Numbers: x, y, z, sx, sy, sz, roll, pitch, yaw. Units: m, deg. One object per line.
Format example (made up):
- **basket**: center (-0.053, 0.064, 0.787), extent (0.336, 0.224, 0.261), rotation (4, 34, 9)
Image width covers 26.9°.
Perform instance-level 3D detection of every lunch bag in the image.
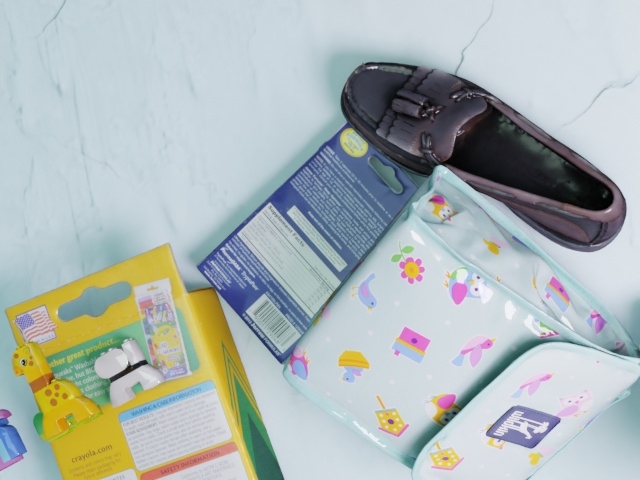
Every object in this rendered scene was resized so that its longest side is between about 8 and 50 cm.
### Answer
- **lunch bag**: center (0.135, 0.104, 1.228), extent (0.262, 0.160, 0.223), rotation (39, 117, -1)

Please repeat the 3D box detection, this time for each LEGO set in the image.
- **LEGO set**: center (-0.280, 0.152, 1.322), extent (0.227, 0.087, 0.093), rotation (-29, 84, 14)

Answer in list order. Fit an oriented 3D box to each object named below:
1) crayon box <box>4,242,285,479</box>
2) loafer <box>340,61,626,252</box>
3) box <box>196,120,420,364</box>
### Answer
- **crayon box**: center (-0.172, 0.185, 1.379), extent (0.203, 0.083, 0.323), rotation (-21, 86, 16)
- **loafer**: center (0.155, -0.094, 1.263), extent (0.302, 0.095, 0.109), rotation (30, 82, 10)
- **box**: center (0.000, 0.000, 1.349), extent (0.225, 0.036, 0.136), rotation (-43, 80, 12)
